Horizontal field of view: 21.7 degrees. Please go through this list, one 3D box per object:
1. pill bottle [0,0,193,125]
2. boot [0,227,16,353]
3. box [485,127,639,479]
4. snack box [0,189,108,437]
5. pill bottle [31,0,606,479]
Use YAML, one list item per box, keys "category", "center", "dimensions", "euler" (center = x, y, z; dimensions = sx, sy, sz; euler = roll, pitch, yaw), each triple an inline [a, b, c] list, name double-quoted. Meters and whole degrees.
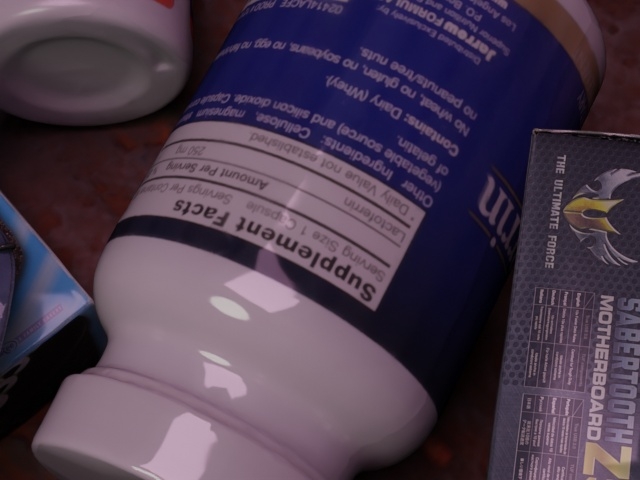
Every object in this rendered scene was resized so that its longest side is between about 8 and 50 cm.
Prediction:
- category: "pill bottle"
  center: [-0.115, -0.162, 0.798]
  dimensions: [0.108, 0.108, 0.193]
  euler: [-5, 64, 5]
- category: "boot"
  center: [-0.167, -0.004, 0.698]
  dimensions: [0.106, 0.082, 0.219]
  euler: [21, 63, -9]
- category: "box"
  center: [0.090, 0.102, 0.611]
  dimensions: [0.059, 0.183, 0.232]
  euler: [5, 65, 9]
- category: "snack box"
  center: [-0.274, 0.072, 0.735]
  dimensions: [0.322, 0.060, 0.187]
  euler: [-39, 67, -11]
- category: "pill bottle"
  center: [0.000, 0.000, 0.685]
  dimensions: [0.153, 0.153, 0.264]
  euler: [23, 70, 16]
